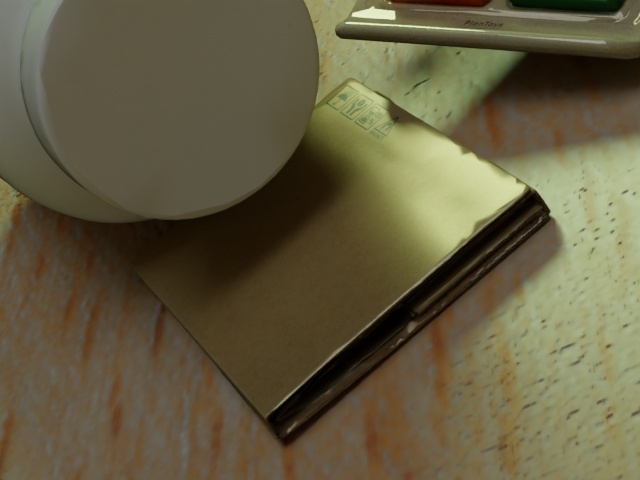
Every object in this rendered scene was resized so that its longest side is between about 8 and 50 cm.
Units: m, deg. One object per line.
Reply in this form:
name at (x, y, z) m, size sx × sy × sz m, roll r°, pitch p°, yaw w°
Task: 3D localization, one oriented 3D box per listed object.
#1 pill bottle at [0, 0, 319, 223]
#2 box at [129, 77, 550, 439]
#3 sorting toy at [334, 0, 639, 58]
pill bottle at (-0.128, -0.116, 0.939) m, size 0.188 × 0.188 × 0.334 m, roll -42°, pitch 26°, yaw -9°
box at (0.000, 0.000, 0.844) m, size 0.164 × 0.021 × 0.201 m, roll -40°, pitch 32°, yaw -6°
sorting toy at (0.114, -0.178, 0.881) m, size 0.347 × 0.047 × 0.196 m, roll 9°, pitch 56°, yaw 36°
